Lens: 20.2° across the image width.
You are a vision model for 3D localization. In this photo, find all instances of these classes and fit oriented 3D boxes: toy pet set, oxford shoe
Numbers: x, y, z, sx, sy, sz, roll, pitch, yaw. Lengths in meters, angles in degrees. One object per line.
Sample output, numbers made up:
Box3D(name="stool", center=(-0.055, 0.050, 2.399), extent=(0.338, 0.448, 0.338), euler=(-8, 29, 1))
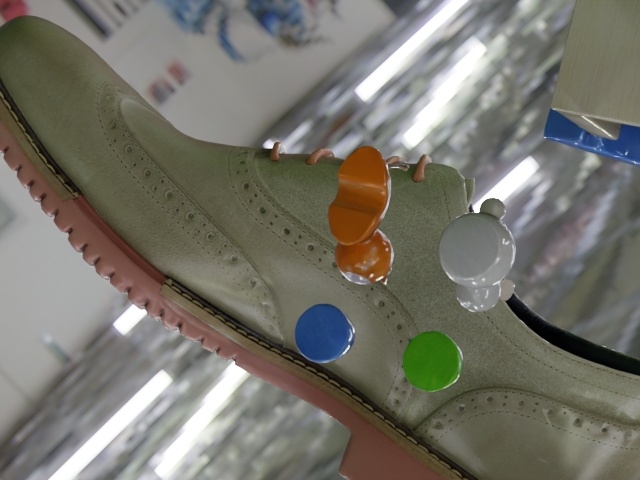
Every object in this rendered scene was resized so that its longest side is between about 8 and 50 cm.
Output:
Box3D(name="toy pet set", center=(0.072, -0.009, 0.462), extent=(0.065, 0.122, 0.114), euler=(19, 85, -64))
Box3D(name="oxford shoe", center=(0.000, 0.000, 0.890), extent=(0.146, 0.397, 0.140), euler=(-51, -178, 11))
